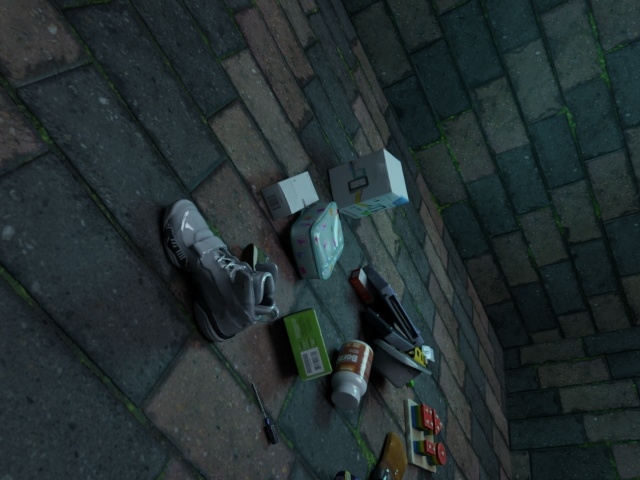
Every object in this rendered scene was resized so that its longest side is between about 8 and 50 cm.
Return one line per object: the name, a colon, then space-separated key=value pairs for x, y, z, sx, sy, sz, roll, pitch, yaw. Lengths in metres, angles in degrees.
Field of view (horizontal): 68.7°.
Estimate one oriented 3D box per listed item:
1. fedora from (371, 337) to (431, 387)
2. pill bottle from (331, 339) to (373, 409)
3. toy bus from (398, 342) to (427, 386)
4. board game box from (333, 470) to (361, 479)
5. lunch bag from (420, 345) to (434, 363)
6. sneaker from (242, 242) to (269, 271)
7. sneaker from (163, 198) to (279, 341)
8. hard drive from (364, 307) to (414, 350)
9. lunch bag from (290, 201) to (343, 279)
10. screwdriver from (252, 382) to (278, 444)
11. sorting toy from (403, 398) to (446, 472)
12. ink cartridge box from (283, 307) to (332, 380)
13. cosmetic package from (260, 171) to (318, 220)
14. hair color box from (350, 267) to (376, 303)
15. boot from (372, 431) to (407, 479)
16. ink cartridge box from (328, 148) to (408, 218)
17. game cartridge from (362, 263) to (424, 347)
fedora: x=0.295 y=0.498 z=1.843 sx=0.275 sy=0.243 sz=0.124 roll=38 pitch=83 yaw=-47
pill bottle: x=0.104 y=0.452 z=1.581 sx=0.121 sy=0.121 sz=0.216 roll=58 pitch=30 yaw=-24
toy bus: x=0.432 y=0.550 z=2.135 sx=0.202 sy=0.104 sz=0.191 roll=-15 pitch=87 yaw=-62
board game box: x=0.091 y=0.822 z=1.401 sx=0.194 sy=0.060 sz=0.194 roll=50 pitch=34 yaw=-37
lunch bag: x=0.538 y=0.577 z=2.367 sx=0.083 sy=0.053 sz=0.071 roll=36 pitch=42 yaw=-35
sneaker: x=-0.182 y=0.104 z=1.334 sx=0.086 sy=0.064 sz=0.192 roll=38 pitch=39 yaw=-39
sneaker: x=-0.229 y=0.054 z=1.124 sx=0.137 sy=0.210 sz=0.366 roll=-24 pitch=95 yaw=-63
hard drive: x=0.283 y=0.376 z=1.936 sx=0.172 sy=0.054 sz=0.254 roll=43 pitch=2 yaw=38
lunch bag: x=0.000 y=0.000 z=1.648 sx=0.279 sy=0.108 sz=0.224 roll=-54 pitch=136 yaw=-55
screwdriver: x=-0.149 y=0.456 z=1.238 sx=0.025 sy=0.024 sz=0.170 roll=86 pitch=-17 yaw=-82
sorting toy: x=0.461 y=0.843 z=2.025 sx=0.255 sy=0.089 sz=0.257 roll=43 pitch=39 yaw=-43
ink cartridge box: x=-0.044 y=0.311 z=1.447 sx=0.255 sy=0.097 sz=0.189 roll=124 pitch=-50 yaw=-82
cosmetic package: x=-0.101 y=-0.158 z=1.623 sx=0.231 sy=0.085 sz=0.117 roll=-38 pitch=108 yaw=-60
hair color box: x=0.180 y=0.192 z=1.960 sx=0.141 sy=0.043 sz=0.072 roll=57 pitch=31 yaw=-25
boot: x=0.272 y=0.886 z=1.697 sx=0.264 sy=0.096 sz=0.280 roll=63 pitch=21 yaw=0
ink cartridge box: x=0.206 y=-0.237 z=2.026 sx=0.198 sy=0.270 sz=0.197 roll=15 pitch=62 yaw=-58
game cartridge: x=0.312 y=0.276 z=2.020 sx=0.355 sy=0.068 sz=0.230 roll=57 pitch=2 yaw=-27
